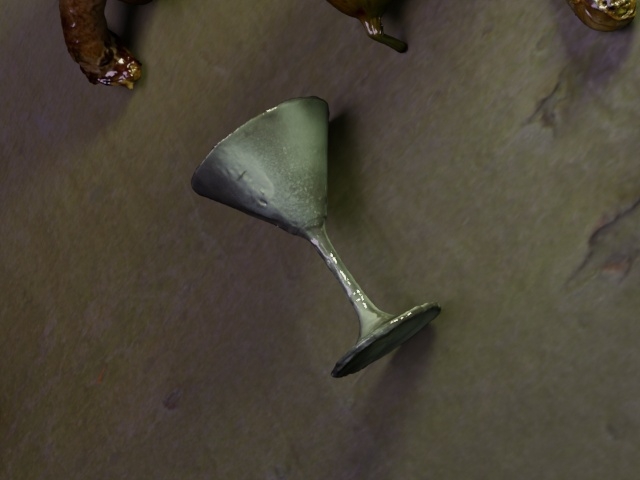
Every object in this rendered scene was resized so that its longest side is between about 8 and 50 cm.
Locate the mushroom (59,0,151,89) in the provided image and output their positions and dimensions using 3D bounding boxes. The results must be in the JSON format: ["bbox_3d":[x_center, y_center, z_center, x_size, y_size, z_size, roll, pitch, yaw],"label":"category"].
[{"bbox_3d":[-0.481,-0.519,1.992,0.331,0.334,0.356,50,114,27],"label":"mushroom"}]

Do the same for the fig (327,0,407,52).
[{"bbox_3d":[0.059,-0.404,1.628,0.142,0.148,0.186,-2,78,11],"label":"fig"}]

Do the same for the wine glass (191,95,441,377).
[{"bbox_3d":[0.000,0.000,1.661,0.267,0.267,0.406,-45,69,35],"label":"wine glass"}]

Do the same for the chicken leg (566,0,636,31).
[{"bbox_3d":[0.367,-0.360,1.419,0.178,0.070,0.093,54,126,36],"label":"chicken leg"}]
